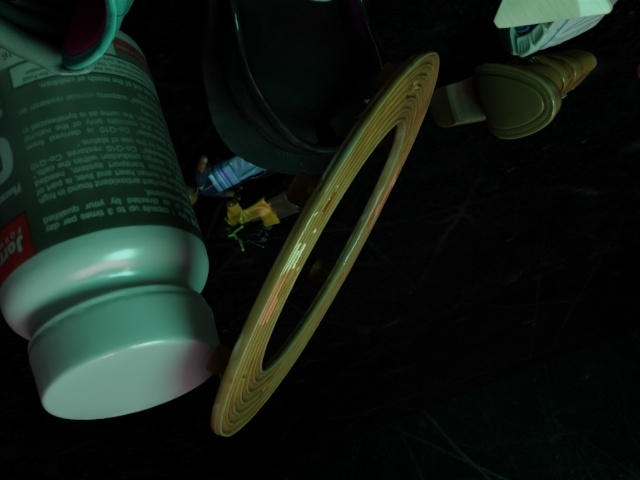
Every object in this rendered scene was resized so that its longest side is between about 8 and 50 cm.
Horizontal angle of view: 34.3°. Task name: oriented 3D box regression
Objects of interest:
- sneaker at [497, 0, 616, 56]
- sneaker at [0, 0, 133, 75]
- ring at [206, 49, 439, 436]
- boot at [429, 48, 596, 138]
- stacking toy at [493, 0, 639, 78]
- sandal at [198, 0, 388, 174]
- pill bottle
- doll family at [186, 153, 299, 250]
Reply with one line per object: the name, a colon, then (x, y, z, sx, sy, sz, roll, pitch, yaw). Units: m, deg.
sneaker: (0.252, -0.240, 0.962, 0.083, 0.071, 0.190, -9, 163, -39)
sneaker: (-0.098, -0.177, 0.593, 0.295, 0.178, 0.124, 0, 138, -11)
ring: (0.000, 0.000, 0.809, 0.337, 0.032, 0.336, -60, 171, -15)
boot: (0.216, -0.156, 1.028, 0.152, 0.073, 0.197, -18, -165, -21)
stacking toy: (0.264, -0.221, 0.668, 0.279, 0.130, 0.309, 14, 111, 7)
sandal: (-0.018, -0.158, 0.824, 0.167, 0.107, 0.446, -19, 151, -5)
pill bottle: (-0.181, -0.017, 0.813, 0.161, 0.283, 0.161, -17, 156, -8)
doll family: (-0.082, -0.048, 1.081, 0.111, 0.076, 0.193, -24, 140, 7)
